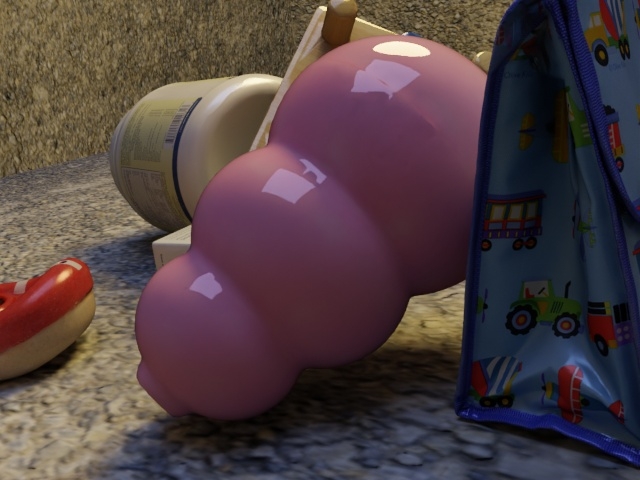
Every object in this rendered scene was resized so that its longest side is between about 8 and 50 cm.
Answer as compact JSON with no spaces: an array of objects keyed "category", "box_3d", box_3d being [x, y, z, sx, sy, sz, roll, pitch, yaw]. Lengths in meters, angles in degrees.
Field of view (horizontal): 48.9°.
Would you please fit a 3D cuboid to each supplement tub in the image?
[{"category":"supplement tub","box_3d":[-0.154,-0.113,1.018,0.235,0.235,0.325,-19,18,-32]}]

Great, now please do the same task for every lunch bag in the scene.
[{"category":"lunch bag","box_3d":[0.187,-0.047,0.467,0.138,0.293,0.221,5,21,42]}]

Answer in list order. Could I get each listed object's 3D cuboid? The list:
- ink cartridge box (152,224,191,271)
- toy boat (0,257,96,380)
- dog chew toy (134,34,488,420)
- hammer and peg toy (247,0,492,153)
[{"category":"ink cartridge box","box_3d":[-0.047,0.021,0.748,0.208,0.087,0.153,2,19,32]},{"category":"toy boat","box_3d":[-0.342,0.051,0.685,0.231,0.151,0.151,-9,15,1]},{"category":"dog chew toy","box_3d":[0.000,0.000,0.534,0.332,0.206,0.206,-44,25,-12]},{"category":"hammer and peg toy","box_3d":[0.124,-0.125,0.834,0.361,0.266,0.127,21,-25,0]}]
